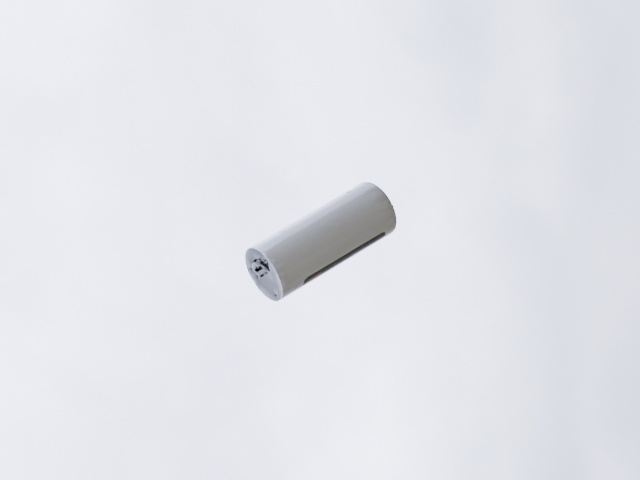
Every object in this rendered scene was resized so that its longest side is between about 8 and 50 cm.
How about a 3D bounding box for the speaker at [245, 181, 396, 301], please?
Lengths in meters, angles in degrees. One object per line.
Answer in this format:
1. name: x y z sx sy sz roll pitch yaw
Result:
1. speaker: 0.000 0.000 1.104 0.136 0.055 0.055 -30 -59 -28
